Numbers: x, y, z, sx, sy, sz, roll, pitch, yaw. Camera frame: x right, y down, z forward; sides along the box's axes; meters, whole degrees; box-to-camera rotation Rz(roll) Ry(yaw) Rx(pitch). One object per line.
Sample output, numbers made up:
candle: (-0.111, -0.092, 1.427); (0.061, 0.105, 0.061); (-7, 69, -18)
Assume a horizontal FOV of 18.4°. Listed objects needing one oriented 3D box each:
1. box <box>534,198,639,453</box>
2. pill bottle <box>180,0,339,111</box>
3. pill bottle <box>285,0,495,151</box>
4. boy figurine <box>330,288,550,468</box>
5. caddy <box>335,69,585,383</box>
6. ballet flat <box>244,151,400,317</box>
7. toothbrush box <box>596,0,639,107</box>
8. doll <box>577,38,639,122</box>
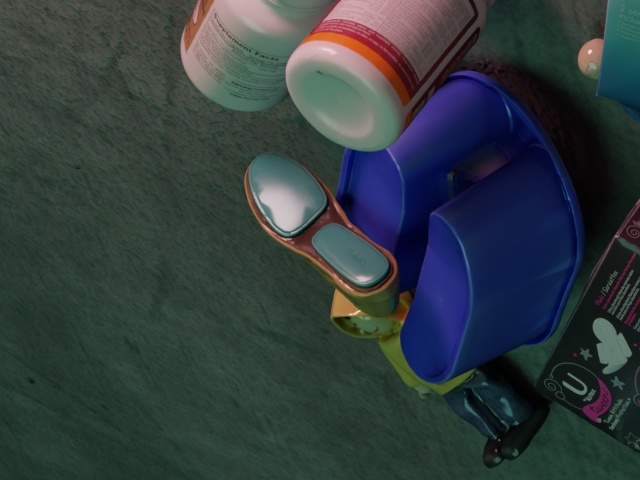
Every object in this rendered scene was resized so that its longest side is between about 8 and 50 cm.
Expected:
box: (0.328, 0.057, 1.878); (0.142, 0.163, 0.247); (33, 141, 10)
pill bottle: (-0.049, -0.233, 1.951); (0.131, 0.131, 0.229); (39, 149, 0)
pill bottle: (0.075, -0.193, 1.782); (0.121, 0.221, 0.121); (27, 147, 19)
boy figurine: (0.135, 0.136, 2.284); (0.285, 0.092, 0.177); (42, 152, -11)
caddy: (0.150, -0.014, 1.990); (0.241, 0.179, 0.341); (52, 156, 24)
ballet flat: (0.000, 0.000, 2.004); (0.232, 0.080, 0.073); (48, 168, 37)
toothbrush box: (0.304, -0.257, 1.447); (0.126, 0.216, 0.295); (20, 146, 16)
doll: (0.319, -0.134, 1.770); (0.189, 0.046, 0.129); (27, 147, 14)
